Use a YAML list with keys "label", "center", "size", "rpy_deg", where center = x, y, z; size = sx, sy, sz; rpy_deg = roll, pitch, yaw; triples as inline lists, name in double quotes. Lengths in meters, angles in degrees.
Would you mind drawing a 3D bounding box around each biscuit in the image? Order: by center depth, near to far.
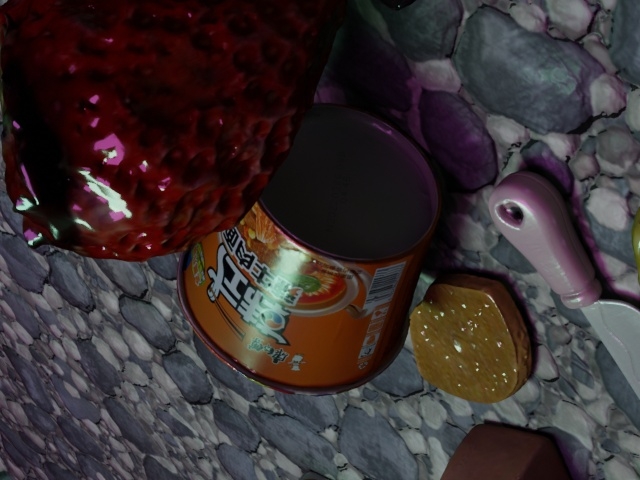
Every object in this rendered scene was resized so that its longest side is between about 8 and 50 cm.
- label: "biscuit"
  center: [0.157, 0.105, 1.682]
  size: [0.142, 0.029, 0.221]
  rpy_deg: [45, 150, 13]

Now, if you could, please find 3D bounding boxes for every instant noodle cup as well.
- label: "instant noodle cup"
  center: [0.000, 0.000, 1.588]
  size: [0.250, 0.250, 0.192]
  rpy_deg: [43, 142, 14]

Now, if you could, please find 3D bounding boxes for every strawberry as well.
- label: "strawberry"
  center: [-0.135, -0.127, 1.429]
  size: [0.292, 0.310, 0.292]
  rpy_deg: [175, 90, -74]

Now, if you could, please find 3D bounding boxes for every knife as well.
- label: "knife"
  center: [0.272, 0.071, 1.494]
  size: [0.336, 0.043, 0.081]
  rpy_deg: [51, 145, -14]

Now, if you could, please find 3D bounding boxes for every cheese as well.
- label: "cheese"
  center: [0.187, 0.330, 1.747]
  size: [0.128, 0.177, 0.203]
  rpy_deg: [9, 131, 50]

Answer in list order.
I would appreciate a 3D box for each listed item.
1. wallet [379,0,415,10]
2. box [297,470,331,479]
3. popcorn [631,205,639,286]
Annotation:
- label: "wallet"
  center: [-0.006, -0.348, 1.377]
  size: [0.318, 0.045, 0.172]
  rpy_deg: [48, 149, 8]
- label: "box"
  center: [0.037, 0.399, 2.086]
  size: [0.269, 0.135, 0.079]
  rpy_deg: [17, 133, 44]
- label: "popcorn"
  center: [0.369, 0.077, 1.222]
  size: [0.225, 0.174, 0.286]
  rpy_deg: [-7, 108, 40]
